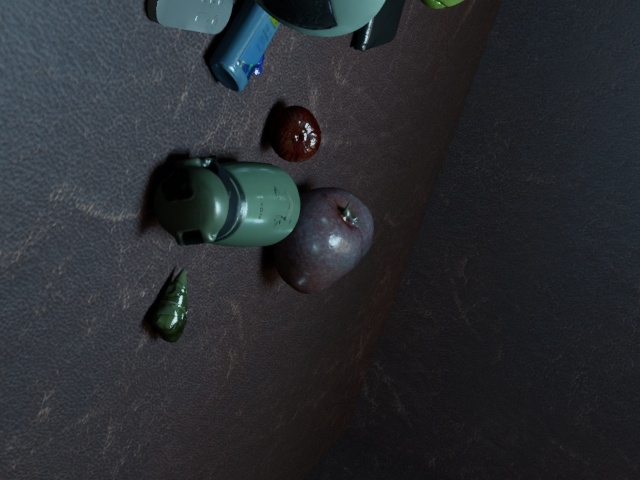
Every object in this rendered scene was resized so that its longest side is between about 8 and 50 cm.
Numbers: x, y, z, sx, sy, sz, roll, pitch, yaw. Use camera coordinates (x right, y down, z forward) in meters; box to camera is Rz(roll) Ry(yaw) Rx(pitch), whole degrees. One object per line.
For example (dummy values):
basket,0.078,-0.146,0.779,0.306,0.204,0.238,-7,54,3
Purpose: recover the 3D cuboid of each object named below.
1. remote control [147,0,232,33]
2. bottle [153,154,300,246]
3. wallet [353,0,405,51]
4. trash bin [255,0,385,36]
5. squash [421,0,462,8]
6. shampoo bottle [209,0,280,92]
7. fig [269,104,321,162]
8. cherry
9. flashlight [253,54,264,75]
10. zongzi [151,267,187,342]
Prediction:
remote control,-0.200,-0.367,1.526,0.245,0.022,0.077,-20,131,-69
bottle,-0.174,-0.069,1.803,0.347,0.168,0.168,-2,116,-67
wallet,0.170,-0.633,2.291,0.197,0.051,0.377,-35,146,-56
trash bin,0.043,-0.535,1.624,0.280,0.280,0.432,99,19,-44
squash,0.292,-0.770,2.472,0.309,0.210,0.233,37,78,-45
shampoo bottle,-0.107,-0.393,1.718,0.258,0.061,0.104,-63,161,-13
fig,-0.045,-0.224,2.072,0.119,0.119,0.153,-68,163,9
cherry,0.000,0.000,2.372,0.261,0.221,0.307,-29,155,-52
flashlight,-0.113,-0.367,1.793,0.057,0.035,0.121,16,94,-49
zongzi,-0.285,0.136,1.946,0.154,0.062,0.130,91,15,-68
